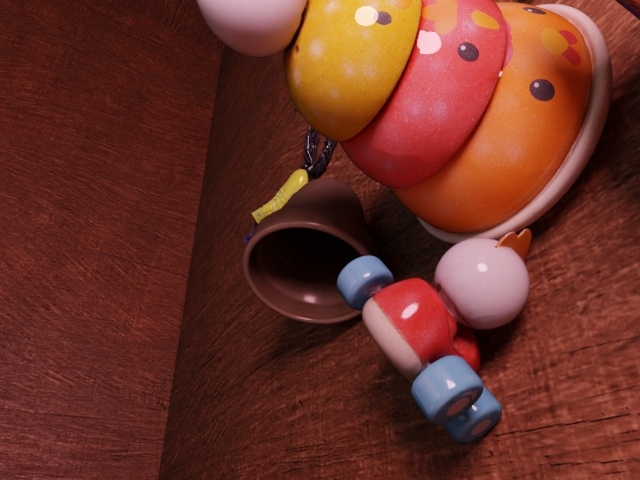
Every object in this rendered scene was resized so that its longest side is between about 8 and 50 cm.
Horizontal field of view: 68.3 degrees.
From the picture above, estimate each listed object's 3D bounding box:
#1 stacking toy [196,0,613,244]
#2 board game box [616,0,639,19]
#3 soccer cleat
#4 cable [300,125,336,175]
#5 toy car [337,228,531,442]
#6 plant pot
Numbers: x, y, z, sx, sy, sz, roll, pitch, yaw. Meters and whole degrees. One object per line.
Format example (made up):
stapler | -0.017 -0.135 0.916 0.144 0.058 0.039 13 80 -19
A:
stacking toy | 0.075 -0.211 0.598 0.350 0.479 0.351 -41 41 49
board game box | 0.349 -0.217 0.339 0.141 0.231 0.291 -58 29 29
soccer cleat | -0.126 -0.080 1.336 0.289 0.121 0.094 -58 29 28
cable | -0.001 -0.271 1.285 0.185 0.047 0.150 -69 26 9
toy car | 0.187 0.084 0.604 0.238 0.210 0.219 -39 46 4
plant pot | 0.000 0.000 0.945 0.263 0.262 0.229 -51 15 39
